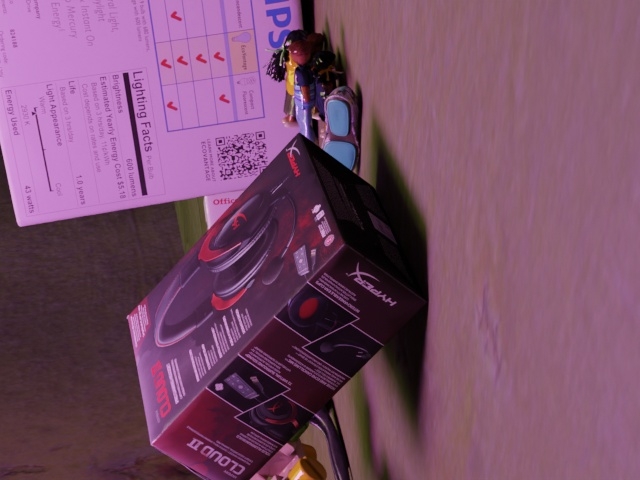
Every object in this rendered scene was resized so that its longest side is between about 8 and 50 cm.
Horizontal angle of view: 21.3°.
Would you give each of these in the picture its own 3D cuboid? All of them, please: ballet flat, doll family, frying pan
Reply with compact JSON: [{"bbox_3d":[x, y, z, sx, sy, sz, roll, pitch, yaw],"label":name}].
[{"bbox_3d":[0.023,-0.110,1.723,0.041,0.041,0.114,-106,13,-45],"label":"ballet flat"},{"bbox_3d":[-0.014,-0.169,1.796,0.193,0.076,0.111,-130,39,-66],"label":"doll family"},{"bbox_3d":[-0.014,0.189,2.148,0.197,0.053,0.326,106,159,-70],"label":"frying pan"}]

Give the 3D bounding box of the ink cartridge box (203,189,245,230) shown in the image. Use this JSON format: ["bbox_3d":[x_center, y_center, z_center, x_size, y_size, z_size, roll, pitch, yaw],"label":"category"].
[{"bbox_3d":[-0.110,-0.001,2.426,0.056,0.099,0.135,112,151,-74],"label":"ink cartridge box"}]

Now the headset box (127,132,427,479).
[{"bbox_3d":[-0.059,0.076,1.591,0.293,0.110,0.218,-46,29,16],"label":"headset box"}]

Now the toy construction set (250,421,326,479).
[{"bbox_3d":[-0.021,0.232,1.789,0.308,0.237,0.257,-68,25,6],"label":"toy construction set"}]

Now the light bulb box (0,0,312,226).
[{"bbox_3d":[-0.210,-0.242,1.982,0.225,0.361,0.357,-110,13,-58],"label":"light bulb box"}]
